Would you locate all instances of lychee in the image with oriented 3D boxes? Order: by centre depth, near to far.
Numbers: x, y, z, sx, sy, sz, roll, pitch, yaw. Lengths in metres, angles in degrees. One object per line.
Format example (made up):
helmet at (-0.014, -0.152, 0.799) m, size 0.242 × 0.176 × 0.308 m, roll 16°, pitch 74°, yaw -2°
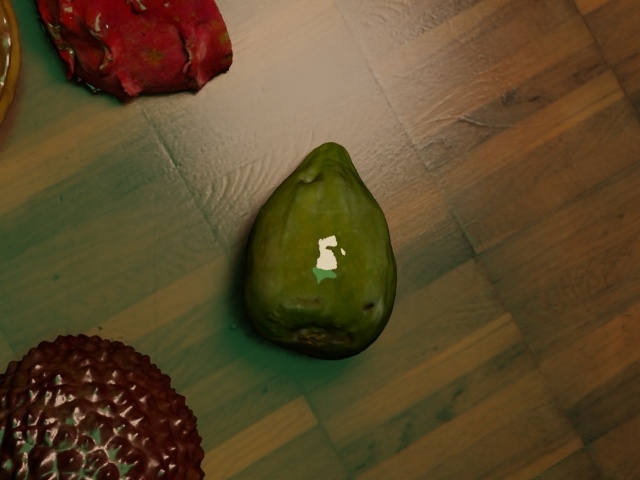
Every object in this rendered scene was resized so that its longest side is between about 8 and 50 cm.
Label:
lychee at (-0.240, 0.239, 1.436) m, size 0.264 × 0.264 × 0.300 m, roll 29°, pitch 57°, yaw -7°

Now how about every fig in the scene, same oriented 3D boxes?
fig at (0.006, 0.009, 1.548) m, size 0.167 × 0.167 × 0.233 m, roll 12°, pitch 91°, yaw -9°

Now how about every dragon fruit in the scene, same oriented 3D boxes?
dragon fruit at (-0.211, -0.270, 1.547) m, size 0.261 × 0.189 × 0.163 m, roll 52°, pitch 49°, yaw 1°

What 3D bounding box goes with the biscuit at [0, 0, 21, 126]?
biscuit at (-0.456, -0.189, 1.509) m, size 0.296 × 0.102 × 0.296 m, roll 0°, pitch 80°, yaw -2°
